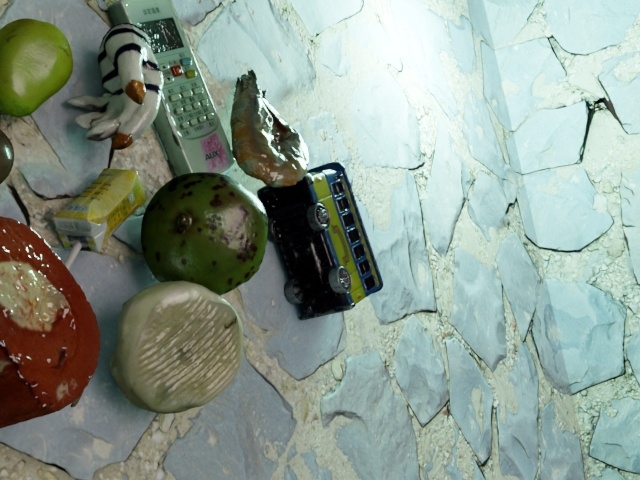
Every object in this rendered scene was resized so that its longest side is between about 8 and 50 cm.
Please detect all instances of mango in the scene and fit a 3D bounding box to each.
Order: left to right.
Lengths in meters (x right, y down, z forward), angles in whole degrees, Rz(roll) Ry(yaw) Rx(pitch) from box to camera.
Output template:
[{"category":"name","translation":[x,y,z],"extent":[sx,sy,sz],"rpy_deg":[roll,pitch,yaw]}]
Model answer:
[{"category":"mango","translation":[-0.430,-0.258,1.260],"extent":[0.117,0.089,0.163],"rpy_deg":[57,37,-25]}]

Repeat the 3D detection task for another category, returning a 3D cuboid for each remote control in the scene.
[{"category":"remote control","translation":[-0.263,-0.272,1.557],"extent":[0.145,0.050,0.344],"rpy_deg":[-36,106,-56]}]

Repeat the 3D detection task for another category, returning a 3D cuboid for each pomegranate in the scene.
[{"category":"pomegranate","translation":[-0.186,-0.004,1.436],"extent":[0.263,0.211,0.211],"rpy_deg":[57,25,-75]}]

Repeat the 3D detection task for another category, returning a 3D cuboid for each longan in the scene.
[{"category":"longan","translation":[-0.464,-0.116,1.152],"extent":[0.113,0.092,0.113],"rpy_deg":[15,33,-10]}]

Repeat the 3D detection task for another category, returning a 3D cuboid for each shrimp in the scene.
[{"category":"shrimp","translation":[-0.101,-0.222,1.688],"extent":[0.164,0.062,0.317],"rpy_deg":[16,44,-30]}]

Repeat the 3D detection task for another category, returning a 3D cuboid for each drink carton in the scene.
[{"category":"drink carton","translation":[-0.346,-0.032,1.303],"extent":[0.200,0.084,0.075],"rpy_deg":[-60,149,-50]}]

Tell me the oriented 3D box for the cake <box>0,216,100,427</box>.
[{"category":"cake","translation":[-0.408,0.102,1.095],"extent":[0.283,0.150,0.177],"rpy_deg":[61,23,-20]}]

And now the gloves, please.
[{"category":"gloves","translation":[-0.314,-0.235,1.386],"extent":[0.131,0.140,0.219],"rpy_deg":[29,46,-59]}]

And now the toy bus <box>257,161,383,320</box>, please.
[{"category":"toy bus","translation":[0.000,0.000,1.757],"extent":[0.175,0.138,0.288],"rpy_deg":[-26,99,-56]}]

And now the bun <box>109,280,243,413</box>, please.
[{"category":"bun","translation":[-0.230,0.161,1.333],"extent":[0.210,0.116,0.237],"rpy_deg":[-51,130,-17]}]
